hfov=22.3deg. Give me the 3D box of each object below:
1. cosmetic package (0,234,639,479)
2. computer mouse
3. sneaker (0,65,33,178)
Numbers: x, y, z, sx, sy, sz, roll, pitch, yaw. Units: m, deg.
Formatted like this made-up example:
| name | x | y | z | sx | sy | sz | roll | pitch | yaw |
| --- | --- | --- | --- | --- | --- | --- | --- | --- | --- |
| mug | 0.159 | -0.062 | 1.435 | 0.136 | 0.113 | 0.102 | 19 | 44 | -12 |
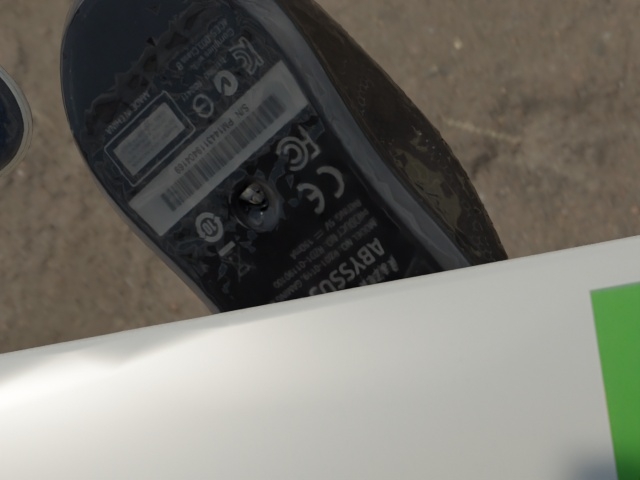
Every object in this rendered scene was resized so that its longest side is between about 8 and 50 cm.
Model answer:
| name | x | y | z | sx | sy | sz | roll | pitch | yaw |
| --- | --- | --- | --- | --- | --- | --- | --- | --- | --- |
| cosmetic package | 0.018 | 0.121 | 0.462 | 0.365 | 0.155 | 0.197 | -12 | 73 | 14 |
| computer mouse | 0.000 | 0.000 | 0.652 | 0.188 | 0.072 | 0.272 | -34 | 91 | 33 |
| sneaker | -0.238 | -0.081 | 0.696 | 0.226 | 0.163 | 0.086 | 28 | 98 | -6 |
